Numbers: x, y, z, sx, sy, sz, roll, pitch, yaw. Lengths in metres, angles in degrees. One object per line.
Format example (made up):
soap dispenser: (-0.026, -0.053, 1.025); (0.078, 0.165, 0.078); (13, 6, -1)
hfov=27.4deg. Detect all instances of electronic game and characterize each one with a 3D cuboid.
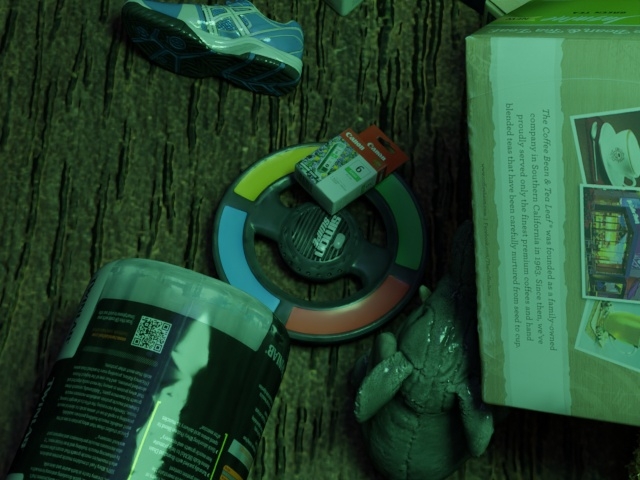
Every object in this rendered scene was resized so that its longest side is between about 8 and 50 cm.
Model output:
electronic game: (0.000, 0.000, 1.377); (0.229, 0.048, 0.229); (1, 66, -1)

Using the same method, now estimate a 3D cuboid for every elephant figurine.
elephant figurine: (0.100, 0.126, 1.221); (0.169, 0.239, 0.186); (-21, 69, -10)

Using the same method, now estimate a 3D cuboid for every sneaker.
sneaker: (-0.118, -0.229, 1.464); (0.211, 0.080, 0.081); (18, 61, -4)

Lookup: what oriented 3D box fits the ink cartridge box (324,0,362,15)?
ink cartridge box: (0.051, -0.367, 1.450); (0.148, 0.203, 0.086); (-42, 74, -17)

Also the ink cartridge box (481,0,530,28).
ink cartridge box: (0.279, -0.239, 1.404); (0.234, 0.193, 0.088); (-38, 69, -15)

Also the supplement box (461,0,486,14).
supplement box: (0.194, -0.319, 1.497); (0.056, 0.083, 0.083); (36, 72, 13)

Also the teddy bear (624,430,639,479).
teddy bear: (0.405, 0.208, 1.264); (0.245, 0.113, 0.338); (7, 67, 0)

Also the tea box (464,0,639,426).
tea box: (0.290, -0.052, 1.156); (0.220, 0.329, 0.323); (5, 21, 27)

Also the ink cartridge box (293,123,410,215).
ink cartridge box: (0.035, -0.083, 1.382); (0.115, 0.029, 0.063); (-35, 68, -22)

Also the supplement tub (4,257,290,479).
supplement tub: (-0.170, 0.205, 1.201); (0.207, 0.207, 0.338); (17, 67, 6)
